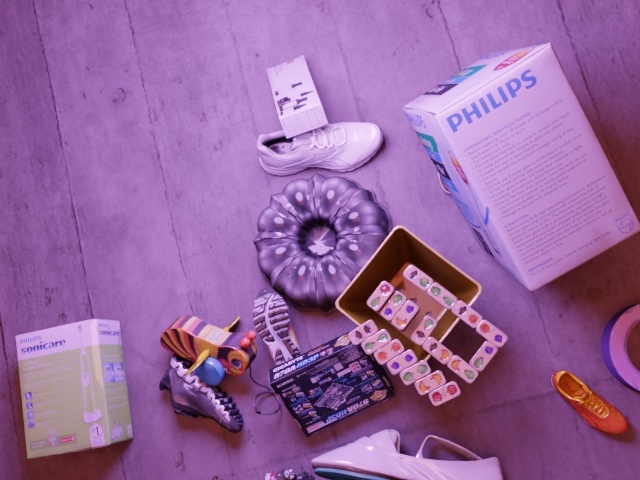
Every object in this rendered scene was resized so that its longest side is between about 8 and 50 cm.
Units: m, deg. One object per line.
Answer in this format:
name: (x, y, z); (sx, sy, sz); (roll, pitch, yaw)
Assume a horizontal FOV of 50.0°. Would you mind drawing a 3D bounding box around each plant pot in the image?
plant pot: (0.188, 0.125, 1.437); (0.212, 0.187, 0.212); (39, 89, 14)

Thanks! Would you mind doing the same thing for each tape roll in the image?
tape roll: (0.673, 0.217, 1.382); (0.189, 0.080, 0.188); (-2, 81, 10)

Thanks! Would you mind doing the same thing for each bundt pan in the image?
bundt pan: (0.000, 0.000, 1.527); (0.331, 0.124, 0.330); (-2, 81, 10)

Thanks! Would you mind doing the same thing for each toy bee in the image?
toy bee: (-0.203, 0.235, 1.515); (0.298, 0.195, 0.162); (17, 128, -9)

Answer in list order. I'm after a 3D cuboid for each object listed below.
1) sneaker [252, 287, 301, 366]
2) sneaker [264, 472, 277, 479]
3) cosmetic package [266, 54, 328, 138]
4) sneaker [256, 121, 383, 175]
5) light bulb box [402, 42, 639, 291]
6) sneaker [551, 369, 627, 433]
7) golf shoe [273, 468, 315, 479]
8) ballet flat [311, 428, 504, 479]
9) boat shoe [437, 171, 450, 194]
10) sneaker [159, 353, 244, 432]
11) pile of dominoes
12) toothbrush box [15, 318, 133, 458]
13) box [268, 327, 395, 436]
sneaker: (-0.096, 0.207, 1.524); (0.082, 0.094, 0.208); (-18, 87, -5)
sneaker: (-0.085, 0.568, 1.496); (0.067, 0.042, 0.118); (-7, 78, 13)
cosmetic package: (-0.056, -0.330, 1.553); (0.099, 0.060, 0.239); (-18, 41, 2)
sneaker: (-0.005, -0.213, 1.558); (0.297, 0.129, 0.110); (-11, 78, 8)
light bulb box: (0.359, -0.151, 1.303); (0.225, 0.358, 0.361); (-31, 102, 4)
sneaker: (0.544, 0.333, 1.396); (0.175, 0.067, 0.064); (37, 88, 13)
golf shoe: (0.008, 0.580, 1.449); (0.273, 0.105, 0.120); (26, 116, -2)
ballet flat: (0.186, 0.465, 1.429); (0.401, 0.139, 0.139); (10, 83, 8)
boat shoe: (0.313, -0.231, 1.514); (0.095, 0.095, 0.257); (11, 84, 13)
sneaker: (-0.275, 0.366, 1.551); (0.234, 0.078, 0.106); (39, 93, 18)
pile of dominoes: (0.198, 0.182, 1.309); (0.251, 0.040, 0.196); (37, 89, 14)
toothbrush box: (-0.567, 0.339, 1.586); (0.206, 0.122, 0.283); (-13, 80, 9)
box: (0.025, 0.304, 1.461); (0.220, 0.051, 0.175); (-27, 117, 6)
